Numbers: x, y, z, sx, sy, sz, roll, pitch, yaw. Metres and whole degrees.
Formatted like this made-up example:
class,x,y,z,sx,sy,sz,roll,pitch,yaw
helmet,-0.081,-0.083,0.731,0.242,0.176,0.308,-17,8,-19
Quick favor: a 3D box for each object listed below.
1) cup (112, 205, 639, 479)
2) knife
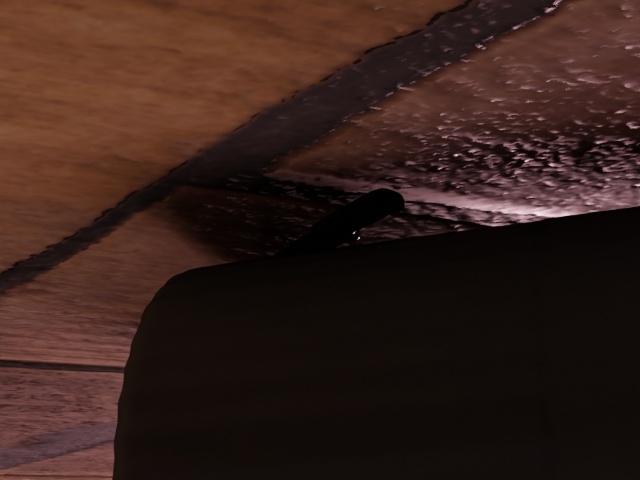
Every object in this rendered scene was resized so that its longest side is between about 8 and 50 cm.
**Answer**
class,x,y,z,sx,sy,sz,roll,pitch,yaw
cup,0.099,0.135,0.675,0.311,0.257,0.331,-6,144,12
knife,0.000,0.000,0.693,0.023,0.010,0.170,10,164,-20
